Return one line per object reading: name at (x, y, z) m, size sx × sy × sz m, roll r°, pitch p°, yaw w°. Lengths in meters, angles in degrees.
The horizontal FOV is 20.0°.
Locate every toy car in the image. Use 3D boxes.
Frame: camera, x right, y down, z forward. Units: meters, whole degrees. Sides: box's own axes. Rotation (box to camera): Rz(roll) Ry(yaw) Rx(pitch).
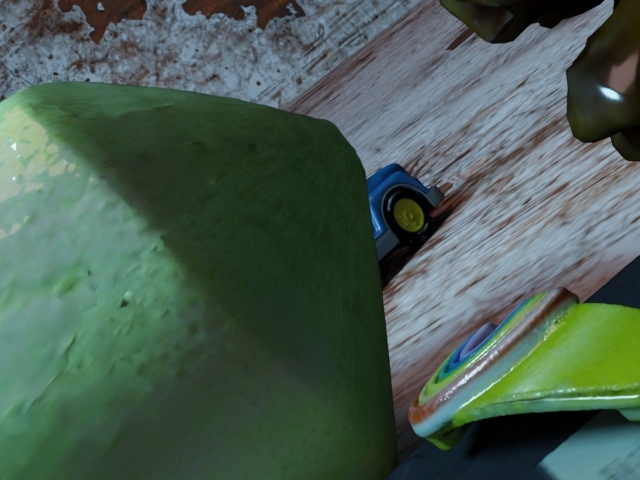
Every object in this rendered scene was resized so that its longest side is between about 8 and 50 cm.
toy car at (0.000, 0.000, 1.358) m, size 0.191 × 0.100 × 0.097 m, roll -41°, pitch 4°, yaw -38°

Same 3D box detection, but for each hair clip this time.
hair clip at (0.074, 0.047, 0.635) m, size 0.060 × 0.033 × 0.188 m, roll -46°, pitch 10°, yaw -20°

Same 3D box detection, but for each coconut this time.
coconut at (-0.102, 0.061, 0.910) m, size 0.328 × 0.281 × 0.328 m, roll -31°, pitch -32°, yaw -22°

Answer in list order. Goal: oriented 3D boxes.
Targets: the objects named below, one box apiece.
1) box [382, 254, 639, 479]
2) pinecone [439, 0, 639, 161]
box at (0.120, 0.077, 0.576) m, size 0.211 × 0.058 × 0.350 m, roll -39°, pitch 9°, yaw -1°
pinecone at (0.215, -0.203, 0.597) m, size 0.398 × 0.397 × 0.398 m, roll -39°, pitch 8°, yaw 7°
